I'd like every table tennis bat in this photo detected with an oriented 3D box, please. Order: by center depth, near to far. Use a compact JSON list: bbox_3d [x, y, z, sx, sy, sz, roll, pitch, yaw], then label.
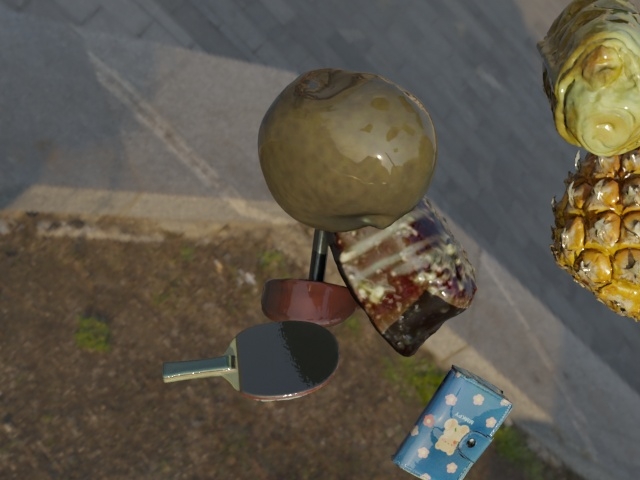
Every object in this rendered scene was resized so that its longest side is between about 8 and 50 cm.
[{"bbox_3d":[-0.116,0.207,1.738,0.301,0.022,0.173,-8,42,-3],"label":"table tennis bat"}]

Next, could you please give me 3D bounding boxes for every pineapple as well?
[{"bbox_3d":[0.548,-0.031,1.671,0.352,0.300,0.352,24,18,-8],"label":"pineapple"}]

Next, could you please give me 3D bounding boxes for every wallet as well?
[{"bbox_3d":[0.232,0.328,1.787,0.141,0.202,0.059,31,6,-21],"label":"wallet"}]

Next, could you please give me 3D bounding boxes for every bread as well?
[{"bbox_3d":[0.312,-0.188,1.145,0.267,0.130,0.152,-72,157,-66],"label":"bread"}]

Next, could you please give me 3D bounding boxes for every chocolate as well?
[{"bbox_3d":[0.177,0.037,2.058,0.340,0.210,0.225,59,28,5],"label":"chocolate"}]

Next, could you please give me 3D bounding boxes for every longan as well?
[{"bbox_3d":[0.041,-0.155,1.761,0.288,0.350,0.288,-1,92,-44],"label":"longan"}]

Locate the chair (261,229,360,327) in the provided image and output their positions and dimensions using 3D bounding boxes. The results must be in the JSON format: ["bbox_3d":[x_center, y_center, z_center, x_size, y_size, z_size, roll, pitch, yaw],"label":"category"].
[{"bbox_3d":[0.000,0.000,2.151,0.226,0.226,0.401,19,73,-40],"label":"chair"}]
